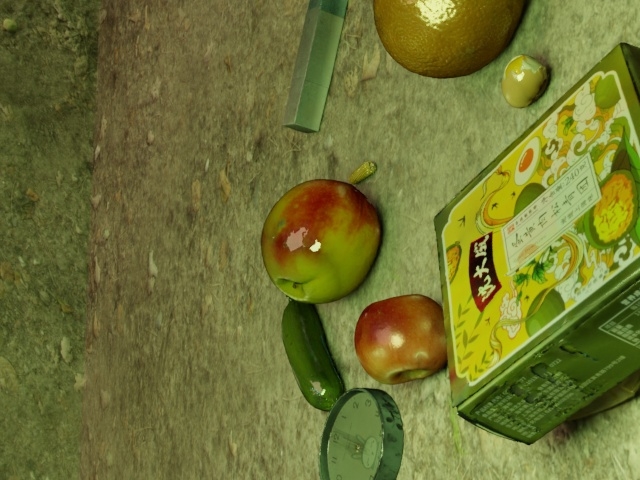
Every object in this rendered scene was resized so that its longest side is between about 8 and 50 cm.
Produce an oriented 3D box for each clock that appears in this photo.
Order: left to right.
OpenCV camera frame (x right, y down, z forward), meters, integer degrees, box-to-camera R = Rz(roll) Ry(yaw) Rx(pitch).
[{"bbox_3d":[0.066,0.362,1.932,0.215,0.042,0.215,-35,48,50],"label":"clock"}]

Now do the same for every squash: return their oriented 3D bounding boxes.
[{"bbox_3d":[-0.026,0.202,2.132,0.087,0.087,0.331,-57,32,29],"label":"squash"}]

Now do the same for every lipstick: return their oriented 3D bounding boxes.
[{"bbox_3d":[-0.011,-0.395,2.406,0.066,0.068,0.317,3,79,60],"label":"lipstick"}]

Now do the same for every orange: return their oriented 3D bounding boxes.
[{"bbox_3d":[0.216,-0.405,1.845,0.264,0.264,0.264,-35,48,50],"label":"orange"}]

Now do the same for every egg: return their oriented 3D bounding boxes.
[{"bbox_3d":[0.320,-0.250,1.748,0.083,0.071,0.071,-63,31,25],"label":"egg"}]

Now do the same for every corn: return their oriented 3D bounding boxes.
[{"bbox_3d":[0.083,-0.133,2.158,0.083,0.028,0.027,-36,52,54],"label":"corn"}]

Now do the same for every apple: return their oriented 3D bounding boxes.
[{"bbox_3d":[0.133,0.156,1.795,0.163,0.163,0.139,-40,52,47],"label":"apple"}]

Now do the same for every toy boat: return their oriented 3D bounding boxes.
[{"bbox_3d":[0.358,0.192,1.485,0.206,0.064,0.072,-33,31,48],"label":"toy boat"}]

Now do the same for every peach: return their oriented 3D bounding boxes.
[{"bbox_3d":[0.000,0.000,2.048,0.231,0.231,0.231,-35,48,50],"label":"peach"}]

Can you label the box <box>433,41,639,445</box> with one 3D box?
[{"bbox_3d":[0.336,0.004,1.458,0.420,0.138,0.373,-45,32,36],"label":"box"}]
